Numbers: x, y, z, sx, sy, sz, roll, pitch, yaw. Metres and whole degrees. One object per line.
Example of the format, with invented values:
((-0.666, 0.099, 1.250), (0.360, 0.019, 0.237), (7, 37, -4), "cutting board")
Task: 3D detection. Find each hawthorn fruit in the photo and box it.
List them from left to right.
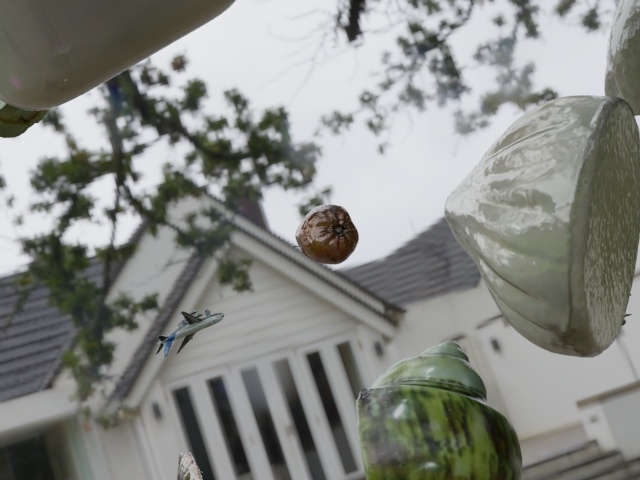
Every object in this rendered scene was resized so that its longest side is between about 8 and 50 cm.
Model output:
((0.000, 0.000, 1.251), (0.067, 0.066, 0.103), (-13, -10, -25), "hawthorn fruit")

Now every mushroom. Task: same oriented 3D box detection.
((0.392, -0.276, 1.245), (0.128, 0.128, 0.350), (-13, -46, -27), "mushroom")

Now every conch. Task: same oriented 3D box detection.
((0.096, 0.165, 0.988), (0.124, 0.181, 0.187), (-30, -46, 7), "conch")

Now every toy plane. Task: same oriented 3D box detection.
((-0.137, 0.093, 1.217), (0.084, 0.024, 0.078), (-33, -26, -31), "toy plane")

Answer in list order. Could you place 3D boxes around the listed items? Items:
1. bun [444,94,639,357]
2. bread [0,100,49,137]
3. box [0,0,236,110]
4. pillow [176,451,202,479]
((0.212, -0.018, 1.156), (0.175, 0.263, 0.263), (6, -1, 25), "bun")
((-0.409, -0.211, 1.583), (0.156, 0.103, 0.110), (-52, -31, 3), "bread")
((-0.262, -0.328, 1.294), (0.349, 0.288, 0.141), (-33, 33, -14), "box")
((-0.131, 0.317, 1.258), (0.034, 0.135, 0.211), (-6, 9, -14), "pillow")
